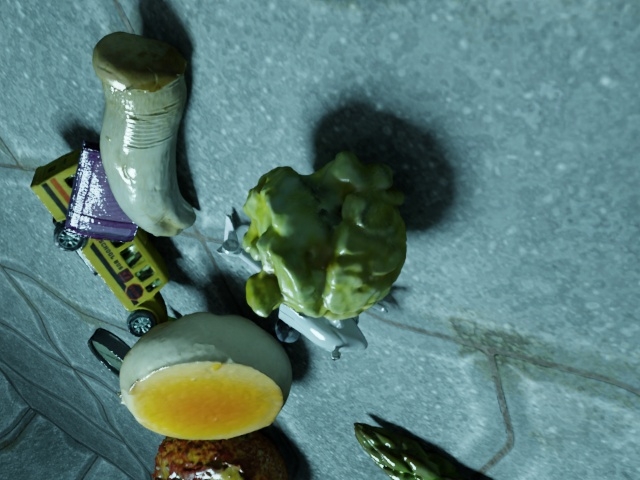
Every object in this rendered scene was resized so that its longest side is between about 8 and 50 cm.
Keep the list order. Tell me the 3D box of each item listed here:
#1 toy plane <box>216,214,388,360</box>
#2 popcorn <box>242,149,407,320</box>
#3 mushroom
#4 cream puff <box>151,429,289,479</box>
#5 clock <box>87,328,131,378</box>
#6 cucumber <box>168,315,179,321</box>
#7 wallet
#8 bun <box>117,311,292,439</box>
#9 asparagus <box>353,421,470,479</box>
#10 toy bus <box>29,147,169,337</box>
[{"bbox_3d":[-0.045,0.059,0.911,0.273,0.107,0.182,43,142,5],"label":"toy plane"},{"bbox_3d":[0.000,0.000,0.724,0.187,0.186,0.167,1,160,7],"label":"popcorn"},{"bbox_3d":[-0.232,-0.122,0.890,0.122,0.095,0.351,-3,146,-9],"label":"mushroom"},{"bbox_3d":[-0.221,0.526,1.518,0.350,0.229,0.351,7,133,8],"label":"cream puff"},{"bbox_3d":[-0.545,0.314,1.776,0.184,0.040,0.185,26,144,21],"label":"clock"},{"bbox_3d":[-0.267,0.241,1.384,0.069,0.069,0.227,-5,124,48],"label":"cucumber"},{"bbox_3d":[-0.321,-0.068,1.012,0.111,0.030,0.166,12,126,-21],"label":"wallet"},{"bbox_3d":[-0.201,0.219,1.162,0.298,0.165,0.299,-4,136,-4],"label":"bun"},{"bbox_3d":[0.172,0.382,1.092,0.287,0.080,0.080,28,145,21],"label":"asparagus"},{"bbox_3d":[-0.357,0.009,1.141,0.336,0.123,0.121,60,174,-28],"label":"toy bus"}]
